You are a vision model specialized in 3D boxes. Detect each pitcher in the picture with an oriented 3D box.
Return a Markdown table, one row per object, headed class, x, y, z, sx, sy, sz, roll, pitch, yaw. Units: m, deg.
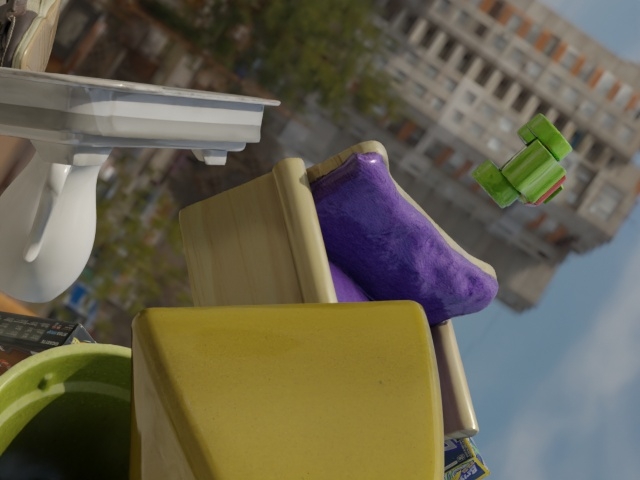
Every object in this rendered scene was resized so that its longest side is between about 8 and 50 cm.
| class | x | y | z | sx | sy | sz | roll | pitch | yaw |
| --- | --- | --- | --- | --- | --- | --- | --- | --- | --- |
| pitcher | -0.320 | -0.026 | 1.661 | 0.178 | 0.125 | 0.207 | -82 | -164 | -71 |

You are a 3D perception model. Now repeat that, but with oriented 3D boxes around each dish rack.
| class | x | y | z | sx | sy | sz | roll | pitch | yaw |
| --- | --- | --- | --- | --- | --- | --- | --- | --- | --- |
| dish rack | -0.220 | -0.112 | 1.249 | 0.333 | 0.285 | 0.072 | -7 | 104 | -64 |

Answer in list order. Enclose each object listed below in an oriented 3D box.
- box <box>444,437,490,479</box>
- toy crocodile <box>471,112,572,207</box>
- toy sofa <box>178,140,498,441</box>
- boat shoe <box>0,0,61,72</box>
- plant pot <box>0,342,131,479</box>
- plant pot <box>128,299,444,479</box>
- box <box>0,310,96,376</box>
| class | x | y | z | sx | sy | sz | roll | pitch | yaw |
| --- | --- | --- | --- | --- | --- | --- | --- | --- | --- |
| box | 0.136 | 0.215 | 1.687 | 0.059 | 0.054 | 0.169 | -32 | -133 | 8 |
| toy crocodile | 0.278 | -0.090 | 1.899 | 0.115 | 0.105 | 0.340 | -43 | 178 | 4 |
| toy sofa | 0.043 | 0.068 | 1.247 | 0.177 | 0.362 | 0.150 | -20 | -118 | 16 |
| boat shoe | -0.432 | -0.293 | 2.042 | 0.285 | 0.092 | 0.103 | -90 | -170 | -58 |
| plant pot | -0.251 | 0.283 | 1.457 | 0.254 | 0.276 | 0.276 | -54 | -174 | 49 |
| plant pot | -0.017 | 0.180 | 0.974 | 0.187 | 0.212 | 0.212 | -114 | -154 | -62 |
| box | -0.341 | 0.173 | 1.853 | 0.220 | 0.175 | 0.051 | 5 | -133 | 43 |
